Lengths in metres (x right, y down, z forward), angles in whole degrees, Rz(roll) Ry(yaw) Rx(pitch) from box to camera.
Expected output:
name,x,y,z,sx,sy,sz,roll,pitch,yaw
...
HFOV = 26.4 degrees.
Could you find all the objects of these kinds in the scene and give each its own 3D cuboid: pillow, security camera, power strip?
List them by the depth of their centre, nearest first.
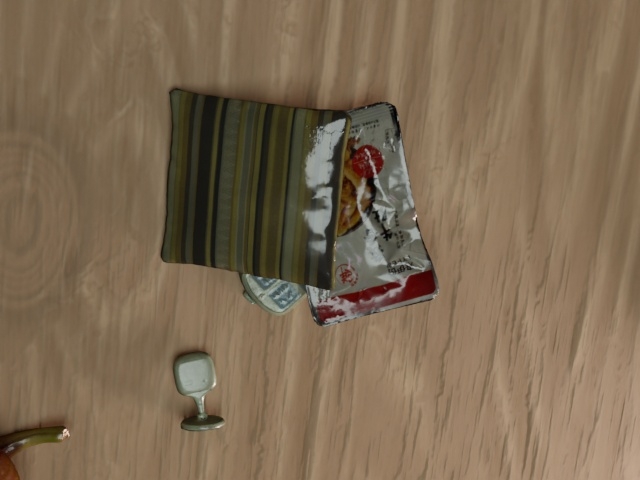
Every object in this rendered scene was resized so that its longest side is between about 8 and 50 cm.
name,x,y,z,sx,sy,sz,roll,pitch,yaw
pillow,-0.077,-0.058,1.550,0.212,0.052,0.208,9,107,10
power strip,0.000,0.000,1.619,0.227,0.029,0.080,-41,110,2
security camera,-0.146,0.179,1.638,0.058,0.058,0.092,-5,95,-10

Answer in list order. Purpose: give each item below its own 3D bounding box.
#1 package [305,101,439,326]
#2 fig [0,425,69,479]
name,x,y,z,sx,sy,sz,roll,pitch,yaw
package,0.039,-0.030,1.576,0.154,0.030,0.239,-13,98,9
fig,-0.409,0.286,1.573,0.175,0.207,0.175,12,131,14
